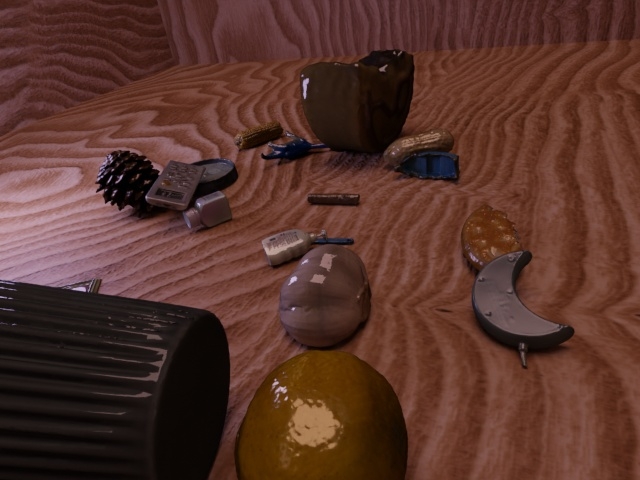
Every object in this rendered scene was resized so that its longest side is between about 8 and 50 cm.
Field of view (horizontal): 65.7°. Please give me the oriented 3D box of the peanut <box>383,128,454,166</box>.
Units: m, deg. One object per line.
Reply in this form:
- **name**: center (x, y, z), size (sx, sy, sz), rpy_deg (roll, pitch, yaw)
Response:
- **peanut**: center (0.294, -0.276, 1.490), size (0.214, 0.090, 0.098), rpy_deg (-11, -7, 2)

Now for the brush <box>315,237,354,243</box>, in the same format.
- **brush**: center (0.000, 0.000, 1.189), size (0.164, 0.014, 0.051), rpy_deg (1, 33, 15)

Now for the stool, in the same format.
- **stool**: center (-0.318, 0.207, 0.670), size (0.329, 0.298, 0.297), rpy_deg (3, 32, 10)

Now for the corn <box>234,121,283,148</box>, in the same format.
- **corn**: center (-0.232, -0.398, 1.863), size (0.207, 0.068, 0.068), rpy_deg (-27, 35, -26)

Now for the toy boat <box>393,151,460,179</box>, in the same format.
- **toy boat**: center (0.300, -0.208, 1.395), size (0.185, 0.075, 0.077), rpy_deg (11, 27, 34)

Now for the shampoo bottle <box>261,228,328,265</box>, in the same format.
- **shampoo bottle**: center (-0.057, 0.005, 1.151), size (0.151, 0.045, 0.077), rpy_deg (-21, 48, -10)

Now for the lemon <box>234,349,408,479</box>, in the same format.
- **lemon**: center (0.003, 0.244, 0.595), size (0.203, 0.204, 0.260), rpy_deg (-2, 34, 12)

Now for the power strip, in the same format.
- **power strip**: center (0.334, 0.114, 0.846), size (0.137, 0.044, 0.216), rpy_deg (-15, 44, 10)

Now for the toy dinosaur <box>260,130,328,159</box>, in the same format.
- **toy dinosaur**: center (-0.076, -0.303, 1.668), size (0.188, 0.075, 0.247), rpy_deg (17, 33, 25)

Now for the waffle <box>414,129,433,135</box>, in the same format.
- **waffle**: center (0.356, -0.341, 1.655), size (0.134, 0.021, 0.092), rpy_deg (-25, 34, -25)

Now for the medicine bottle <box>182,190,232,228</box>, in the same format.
- **medicine bottle**: center (-0.306, -0.077, 1.337), size (0.117, 0.074, 0.055), rpy_deg (-26, 35, -23)

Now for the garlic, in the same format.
- **garlic**: center (0.003, 0.083, 0.929), size (0.177, 0.143, 0.230), rpy_deg (1, 40, 13)

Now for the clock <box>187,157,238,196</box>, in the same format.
- **clock**: center (-0.377, -0.209, 1.609), size (0.214, 0.042, 0.215), rpy_deg (-7, 31, 4)

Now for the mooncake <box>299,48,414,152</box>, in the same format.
- **mooncake**: center (0.139, -0.478, 1.578), size (0.246, 0.393, 0.395), rpy_deg (12, 70, 30)

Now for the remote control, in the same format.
- **remote control**: center (-0.409, -0.158, 1.424), size (0.109, 0.055, 0.313), rpy_deg (12, 27, -9)

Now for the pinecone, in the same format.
- **pinecone**: center (-0.551, -0.168, 1.462), size (0.179, 0.204, 0.184), rpy_deg (-47, 24, 23)

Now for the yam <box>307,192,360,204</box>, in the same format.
- **yam**: center (0.035, -0.114, 1.353), size (0.145, 0.032, 0.032), rpy_deg (3, 32, 18)

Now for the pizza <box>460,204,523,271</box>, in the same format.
- **pizza**: center (0.355, 0.008, 1.034), size (0.127, 0.058, 0.246), rpy_deg (-16, 35, 2)

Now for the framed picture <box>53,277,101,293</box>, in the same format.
- **framed picture**: center (-0.600, 0.174, 1.054), size (0.216, 0.016, 0.273), rpy_deg (-13, 31, -6)
